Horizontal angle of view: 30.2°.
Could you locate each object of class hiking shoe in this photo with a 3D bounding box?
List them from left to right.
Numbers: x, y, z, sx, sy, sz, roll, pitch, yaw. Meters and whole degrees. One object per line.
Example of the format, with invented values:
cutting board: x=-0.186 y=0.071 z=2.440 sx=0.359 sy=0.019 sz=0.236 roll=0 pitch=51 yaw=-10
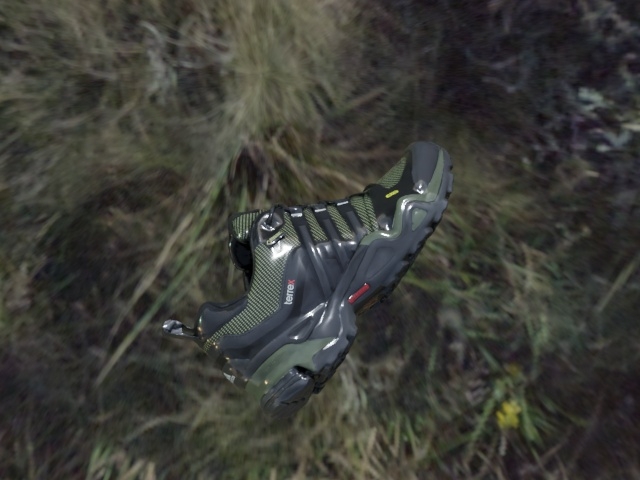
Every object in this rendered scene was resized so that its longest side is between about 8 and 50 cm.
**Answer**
hiking shoe: x=0.000 y=0.000 z=0.765 sx=0.114 sy=0.086 sz=0.227 roll=35 pitch=60 yaw=5
